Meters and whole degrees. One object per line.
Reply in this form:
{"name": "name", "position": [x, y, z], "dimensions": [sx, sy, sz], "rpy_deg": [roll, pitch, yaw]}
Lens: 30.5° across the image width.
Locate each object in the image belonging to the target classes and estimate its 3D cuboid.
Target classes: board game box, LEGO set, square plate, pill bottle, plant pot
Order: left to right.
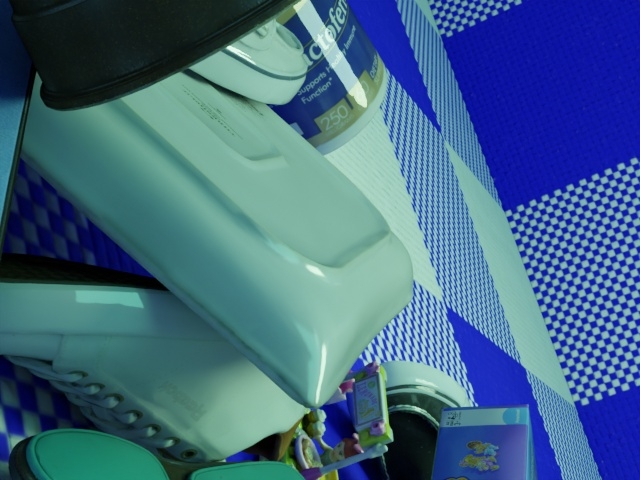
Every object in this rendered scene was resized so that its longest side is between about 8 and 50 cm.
{"name": "plant pot", "position": [-0.092, -0.170, 0.513], "dimensions": [0.165, 0.167, 0.167], "rpy_deg": [61, 16, -23]}
{"name": "square plate", "position": [-0.083, -0.066, 0.722], "dimensions": [0.347, 0.049, 0.344], "rpy_deg": [42, 14, 5]}
{"name": "pill bottle", "position": [-0.060, -0.207, 1.061], "dimensions": [0.265, 0.153, 0.153], "rpy_deg": [53, 21, -39]}
{"name": "LEGO set", "position": [0.025, 0.195, 0.858], "dimensions": [0.132, 0.107, 0.287], "rpy_deg": [43, 28, -55]}
{"name": "board game box", "position": [0.132, 0.322, 0.914], "dimensions": [0.347, 0.078, 0.233], "rpy_deg": [-68, 151, -61]}

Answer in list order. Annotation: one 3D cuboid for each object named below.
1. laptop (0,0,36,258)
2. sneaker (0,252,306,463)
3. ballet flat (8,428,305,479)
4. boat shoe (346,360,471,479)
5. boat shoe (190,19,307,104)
{"name": "laptop", "position": [-0.209, -0.180, 0.347], "dimensions": [0.382, 0.236, 0.408], "rpy_deg": [-96, -165, -47]}
{"name": "sneaker", "position": [-0.095, 0.080, 0.640], "dimensions": [0.290, 0.106, 0.123], "rpy_deg": [17, 87, -51]}
{"name": "ballet flat", "position": [-0.086, 0.145, 0.607], "dimensions": [0.203, 0.074, 0.074], "rpy_deg": [19, 48, -48]}
{"name": "boat shoe", "position": [0.111, 0.230, 1.116], "dimensions": [0.102, 0.108, 0.301], "rpy_deg": [-99, 166, -46]}
{"name": "boat shoe", "position": [-0.065, -0.157, 0.765], "dimensions": [0.095, 0.084, 0.258], "rpy_deg": [46, 14, 19]}
